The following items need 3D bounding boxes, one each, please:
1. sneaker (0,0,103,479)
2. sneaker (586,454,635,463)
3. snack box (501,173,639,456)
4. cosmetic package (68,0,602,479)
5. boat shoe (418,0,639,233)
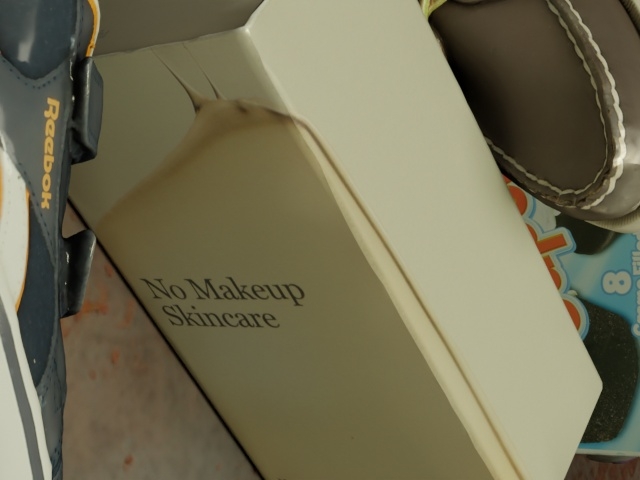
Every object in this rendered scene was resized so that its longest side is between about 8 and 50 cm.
[{"bbox_3d":[-0.136,-0.028,0.541,0.127,0.126,0.321,-25,106,-45],"label":"sneaker"},{"bbox_3d":[0.211,0.011,1.035,0.152,0.114,0.305,39,52,-28],"label":"sneaker"},{"bbox_3d":[0.145,-0.037,0.862,0.060,0.187,0.321,6,83,-52],"label":"snack box"},{"bbox_3d":[0.000,0.000,0.692,0.309,0.160,0.113,58,46,-32],"label":"cosmetic package"},{"bbox_3d":[0.065,-0.130,0.723,0.097,0.116,0.324,5,44,-38],"label":"boat shoe"}]
